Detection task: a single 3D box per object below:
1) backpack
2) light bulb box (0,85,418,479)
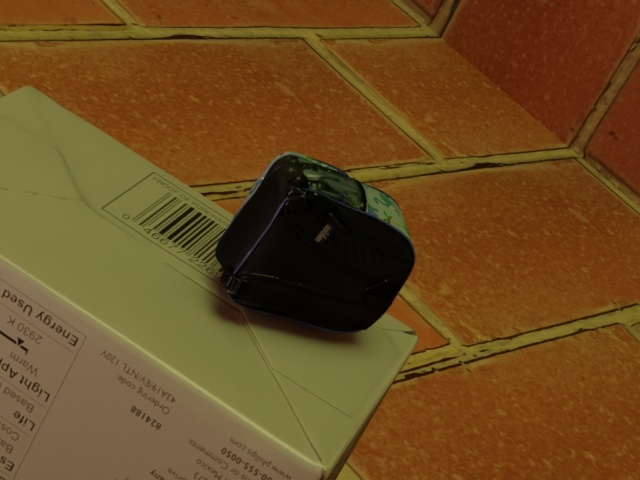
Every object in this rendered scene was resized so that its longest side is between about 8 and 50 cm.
[{"bbox_3d":[0.000,0.000,1.054,0.114,0.105,0.084,22,28,-25],"label":"backpack"},{"bbox_3d":[-0.184,0.149,1.133,0.358,0.361,0.225,33,27,7],"label":"light bulb box"}]
